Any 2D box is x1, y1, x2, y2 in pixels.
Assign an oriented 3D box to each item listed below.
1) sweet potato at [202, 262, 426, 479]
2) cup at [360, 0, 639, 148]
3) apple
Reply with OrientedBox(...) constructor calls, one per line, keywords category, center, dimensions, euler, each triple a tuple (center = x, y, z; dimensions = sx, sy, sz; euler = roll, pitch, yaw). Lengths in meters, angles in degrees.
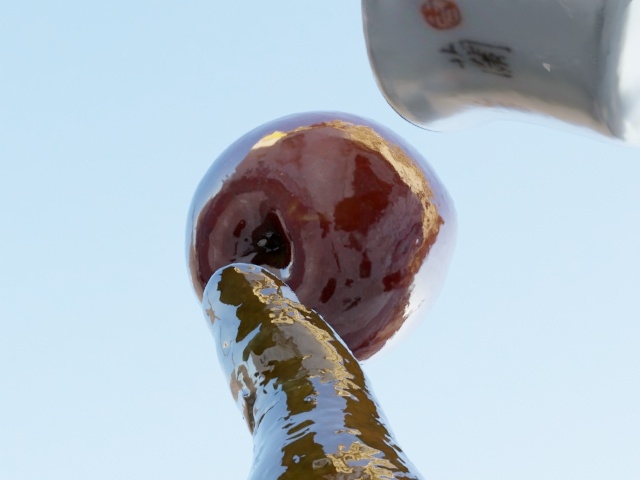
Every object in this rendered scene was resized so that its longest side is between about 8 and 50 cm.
OrientedBox(category="sweet potato", center=(0.046, 0.118, 0.508), dimensions=(0.346, 0.108, 0.079), euler=(40, -53, 35))
OrientedBox(category="cup", center=(0.190, -0.191, 1.062), dimensions=(0.163, 0.347, 0.347), euler=(28, -40, 27))
OrientedBox(category="apple", center=(0.000, 0.000, 1.571), dimensions=(0.218, 0.218, 0.201), euler=(-25, -19, 33))
